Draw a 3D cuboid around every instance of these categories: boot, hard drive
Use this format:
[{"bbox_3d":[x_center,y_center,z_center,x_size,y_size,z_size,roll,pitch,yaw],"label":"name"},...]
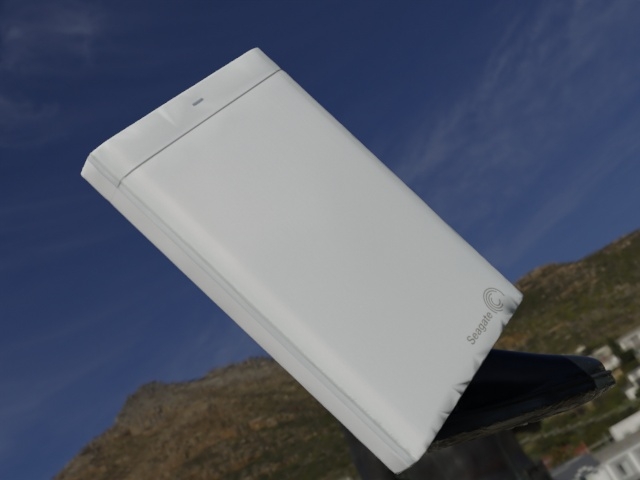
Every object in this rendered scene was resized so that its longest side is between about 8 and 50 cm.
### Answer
[{"bbox_3d":[0.176,0.106,0.945,0.247,0.207,0.094,-15,-22,-3],"label":"boot"},{"bbox_3d":[0.000,0.000,0.753,0.233,0.353,0.047,-45,-3,-43],"label":"hard drive"}]
